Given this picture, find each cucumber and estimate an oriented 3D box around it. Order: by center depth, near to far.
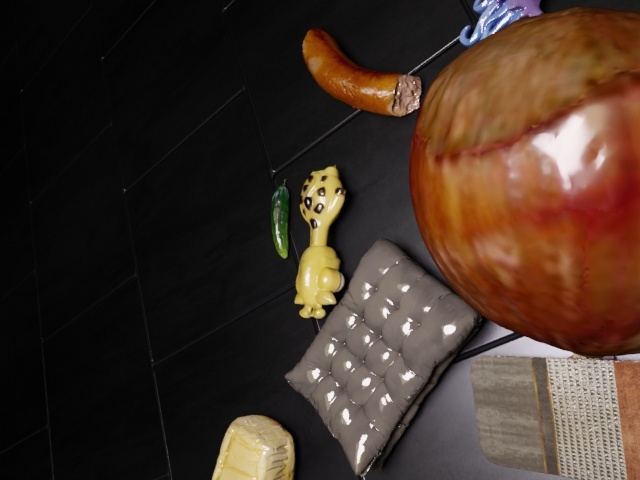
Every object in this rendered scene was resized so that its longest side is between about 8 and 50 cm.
[{"bbox_3d":[-0.083,-0.046,1.101,0.039,0.039,0.167,-8,78,36],"label":"cucumber"}]

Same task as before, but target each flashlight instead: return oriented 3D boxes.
[{"bbox_3d":[0.340,0.175,0.735,0.110,0.031,0.052,-43,59,23],"label":"flashlight"}]

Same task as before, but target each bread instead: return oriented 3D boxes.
[{"bbox_3d":[-0.126,0.448,0.991,0.140,0.106,0.236,17,92,37],"label":"bread"}]

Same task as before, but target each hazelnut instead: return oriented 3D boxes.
[{"bbox_3d":[0.297,-0.060,0.634,0.421,0.353,0.420,23,130,31],"label":"hazelnut"}]

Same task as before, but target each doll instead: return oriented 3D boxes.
[{"bbox_3d":[0.293,-0.365,0.864,0.110,0.067,0.206,51,123,18],"label":"doll"},{"bbox_3d":[0.001,0.000,0.997,0.117,0.086,0.290,-13,70,51],"label":"doll"}]

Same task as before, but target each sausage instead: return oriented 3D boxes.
[{"bbox_3d":[0.060,-0.314,1.021,0.302,0.076,0.102,40,98,34],"label":"sausage"}]

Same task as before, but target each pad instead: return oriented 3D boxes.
[{"bbox_3d":[0.324,0.319,0.704,0.250,0.055,0.322,-7,72,36],"label":"pad"}]

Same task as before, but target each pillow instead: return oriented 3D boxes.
[{"bbox_3d":[0.095,0.187,0.881,0.228,0.101,0.326,42,105,36],"label":"pillow"}]
